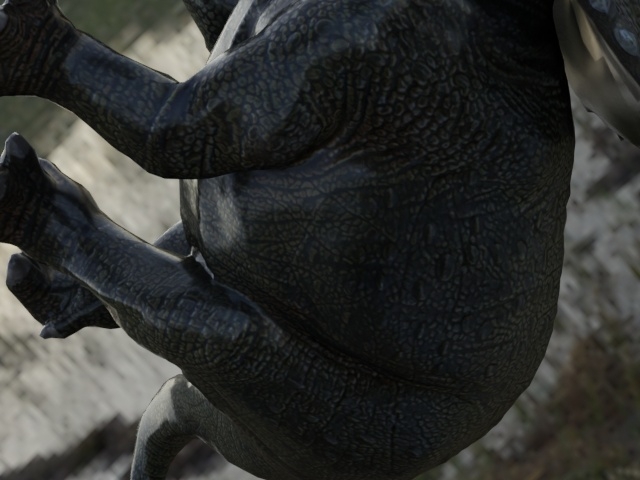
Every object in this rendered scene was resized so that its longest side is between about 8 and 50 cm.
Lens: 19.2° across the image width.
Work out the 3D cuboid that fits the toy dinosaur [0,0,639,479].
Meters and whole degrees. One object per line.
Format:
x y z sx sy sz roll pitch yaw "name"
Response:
0.000 0.000 0.473 0.313 0.160 0.121 -69 -8 30 "toy dinosaur"
